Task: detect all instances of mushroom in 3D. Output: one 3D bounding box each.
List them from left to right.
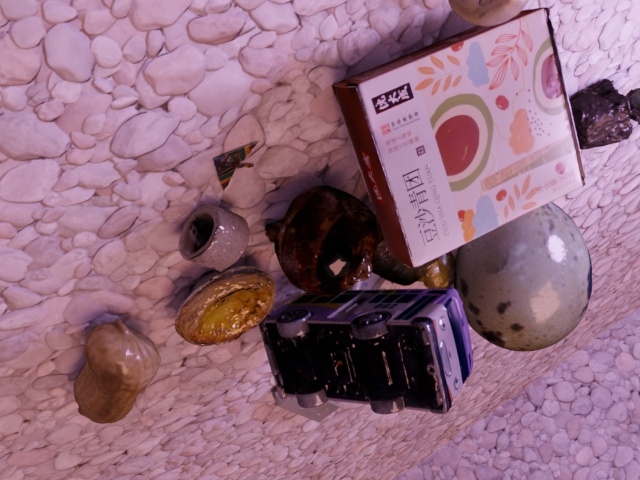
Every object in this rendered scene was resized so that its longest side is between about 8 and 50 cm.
[{"bbox_3d":[0.265,-0.419,1.112,0.154,0.154,0.122,-46,150,20],"label":"mushroom"}]

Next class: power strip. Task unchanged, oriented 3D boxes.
[{"bbox_3d":[-0.035,0.479,2.115,0.098,0.058,0.338,-38,147,7],"label":"power strip"}]

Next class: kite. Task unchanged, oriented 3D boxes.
[{"bbox_3d":[-0.157,-0.136,1.261,0.090,0.004,0.122,4,132,-43],"label":"kite"}]

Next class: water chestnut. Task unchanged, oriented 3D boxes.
[{"bbox_3d":[0.000,0.000,1.399,0.223,0.238,0.224,-23,118,-54],"label":"water chestnut"}]

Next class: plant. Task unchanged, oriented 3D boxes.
[{"bbox_3d":[0.668,-0.294,1.621,0.203,0.142,0.131,-21,130,-10],"label":"plant"}]

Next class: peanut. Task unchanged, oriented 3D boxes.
[{"bbox_3d":[-0.416,0.275,1.454,0.159,0.143,0.291,2,137,-27],"label":"peanut"}]

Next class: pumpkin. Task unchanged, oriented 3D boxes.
[{"bbox_3d":[0.212,-0.038,1.480,0.139,0.222,0.317,36,118,-13],"label":"pumpkin"}]

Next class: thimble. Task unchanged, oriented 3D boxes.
[{"bbox_3d":[-0.199,-0.006,1.306,0.090,0.102,0.115,21,94,-52],"label":"thimble"}]

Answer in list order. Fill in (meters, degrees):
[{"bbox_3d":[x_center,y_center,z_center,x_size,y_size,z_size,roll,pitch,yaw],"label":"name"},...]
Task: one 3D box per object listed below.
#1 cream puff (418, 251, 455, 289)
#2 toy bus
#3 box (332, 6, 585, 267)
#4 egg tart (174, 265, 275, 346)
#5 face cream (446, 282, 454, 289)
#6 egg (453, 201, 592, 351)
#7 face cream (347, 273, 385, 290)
[{"bbox_3d":[0.269,0.057,1.772,0.116,0.146,0.146,-6,164,36],"label":"cream puff"},{"bbox_3d":[0.110,0.227,1.535,0.440,0.209,0.249,-5,-165,39],"label":"toy bus"},{"bbox_3d":[0.262,-0.189,1.280,0.385,0.122,0.344,-24,110,-12],"label":"box"},{"bbox_3d":[-0.205,0.131,1.488,0.234,0.094,0.234,-24,146,-18],"label":"egg tart"},{"bbox_3d":[0.436,0.156,2.064,0.348,0.081,0.173,-39,144,10],"label":"face cream"},{"bbox_3d":[0.513,0.080,1.795,0.345,0.345,0.428,-20,118,-19],"label":"egg"},{"bbox_3d":[0.109,0.119,1.773,0.224,0.070,0.114,-50,144,10],"label":"face cream"}]
